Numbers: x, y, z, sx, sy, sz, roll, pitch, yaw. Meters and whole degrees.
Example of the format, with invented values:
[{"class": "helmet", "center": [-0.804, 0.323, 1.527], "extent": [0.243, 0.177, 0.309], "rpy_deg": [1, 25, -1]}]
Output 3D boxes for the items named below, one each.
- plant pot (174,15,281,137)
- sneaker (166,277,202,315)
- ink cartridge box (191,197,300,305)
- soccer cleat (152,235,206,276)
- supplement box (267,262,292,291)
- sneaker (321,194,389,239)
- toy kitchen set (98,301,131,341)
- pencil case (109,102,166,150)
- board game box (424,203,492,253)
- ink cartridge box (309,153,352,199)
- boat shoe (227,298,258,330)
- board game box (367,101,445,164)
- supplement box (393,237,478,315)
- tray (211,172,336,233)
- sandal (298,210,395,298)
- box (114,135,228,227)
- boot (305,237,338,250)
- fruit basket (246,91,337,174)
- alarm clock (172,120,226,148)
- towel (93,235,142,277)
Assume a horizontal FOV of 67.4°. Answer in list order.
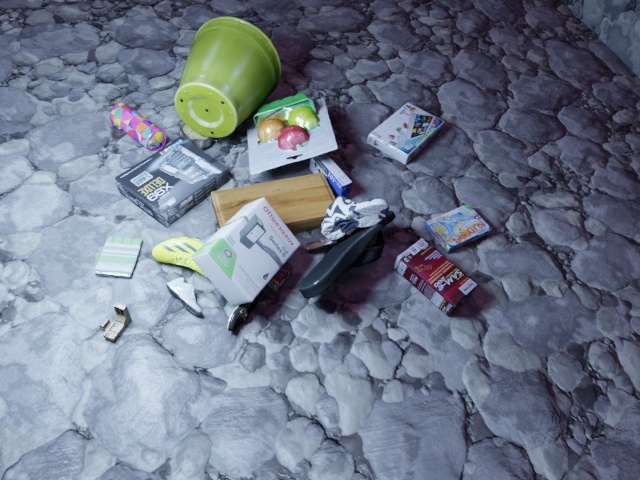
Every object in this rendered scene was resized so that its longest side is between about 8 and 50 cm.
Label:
[{"class": "plant pot", "center": [-0.372, -0.587, 1.815], "extent": [0.367, 0.366, 0.352], "rpy_deg": [14, 51, 3]}, {"class": "sneaker", "center": [-0.398, 0.164, 1.442], "extent": [0.061, 0.053, 0.152], "rpy_deg": [-35, 63, -31]}, {"class": "ink cartridge box", "center": [-0.217, 0.030, 1.449], "extent": [0.198, 0.115, 0.272], "rpy_deg": [53, 50, -17]}, {"class": "soccer cleat", "center": [-0.383, 0.057, 1.501], "extent": [0.290, 0.093, 0.121], "rpy_deg": [2, 55, -6]}, {"class": "supplement box", "center": [-0.130, 0.112, 1.514], "extent": [0.043, 0.054, 0.083], "rpy_deg": [31, 56, 14]}, {"class": "sneaker", "center": [0.109, -0.108, 1.567], "extent": [0.094, 0.235, 0.152], "rpy_deg": [40, 34, -34]}, {"class": "toy kitchen set", "center": [-0.594, 0.224, 1.356], "extent": [0.068, 0.075, 0.083], "rpy_deg": [19, 49, 8]}, {"class": "pencil case", "center": [-0.699, -0.432, 1.834], "extent": [0.236, 0.104, 0.104], "rpy_deg": [35, 56, 21]}, {"class": "board game box", "center": [0.496, -0.046, 1.725], "extent": [0.201, 0.035, 0.136], "rpy_deg": [-23, 59, -22]}, {"class": "ink cartridge box", "center": [0.035, -0.243, 1.779], "extent": [0.046, 0.097, 0.207], "rpy_deg": [-25, 60, -24]}, {"class": "boat shoe", "center": [-0.232, 0.217, 1.424], "extent": [0.042, 0.048, 0.133], "rpy_deg": [18, 48, 17]}, {"class": "board game box", "center": [0.361, -0.455, 2.009], "extent": [0.193, 0.053, 0.305], "rpy_deg": [35, 57, 19]}, {"class": "supplement box", "center": [0.372, 0.116, 1.564], "extent": [0.130, 0.073, 0.239], "rpy_deg": [-34, 65, -29]}, {"class": "tray", "center": [-0.154, -0.114, 1.673], "extent": [0.412, 0.076, 0.202], "rpy_deg": [-13, 55, -15]}, {"class": "sandal", "center": [0.103, 0.056, 1.546], "extent": [0.446, 0.168, 0.107], "rpy_deg": [-43, 104, -32]}, {"class": "box", "center": [-0.520, -0.215, 1.700], "extent": [0.243, 0.076, 0.307], "rpy_deg": [35, 56, 18]}, {"class": "boot", "center": [0.000, 0.000, 1.629], "extent": [0.114, 0.037, 0.106], "rpy_deg": [-19, 17, 6]}, {"class": "fruit basket", "center": [-0.115, -0.394, 1.808], "extent": [0.328, 0.165, 0.352], "rpy_deg": [-16, 52, 5]}, {"class": "alarm clock", "center": [-0.460, -0.401, 1.856], "extent": [0.192, 0.064, 0.129], "rpy_deg": [17, 44, -2]}, {"class": "towel", "center": [-0.637, 0.052, 1.520], "extent": [0.113, 0.023, 0.151], "rpy_deg": [6, 50, -5]}]
